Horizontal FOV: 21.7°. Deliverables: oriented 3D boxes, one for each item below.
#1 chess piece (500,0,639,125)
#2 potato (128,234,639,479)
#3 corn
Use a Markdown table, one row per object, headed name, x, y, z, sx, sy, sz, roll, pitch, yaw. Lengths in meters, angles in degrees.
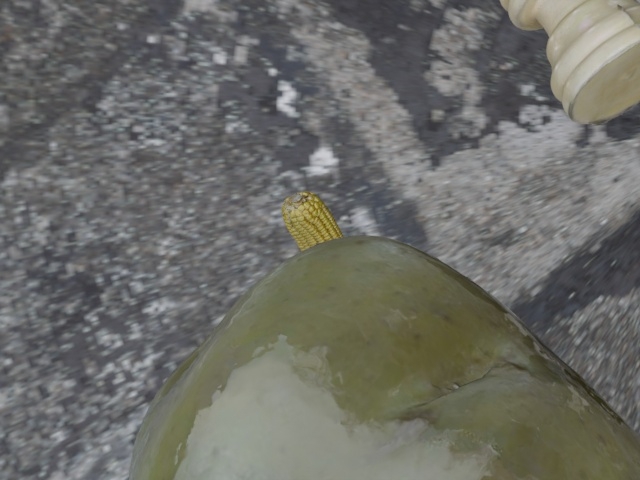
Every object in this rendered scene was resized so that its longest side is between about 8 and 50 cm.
| name | x | y | z | sx | sy | sz | roll | pitch | yaw |
| --- | --- | --- | --- | --- | --- | --- | --- | --- | --- |
| chess piece | 0.253 | -0.277 | 1.831 | 0.139 | 0.124 | 0.307 | -49 | 55 | 24 |
| potato | 0.059 | 0.161 | 0.749 | 0.221 | 0.243 | 0.326 | -44 | 81 | 16 |
| corn | 0.000 | 0.000 | 1.297 | 0.037 | 0.037 | 0.092 | -20 | 122 | 15 |
